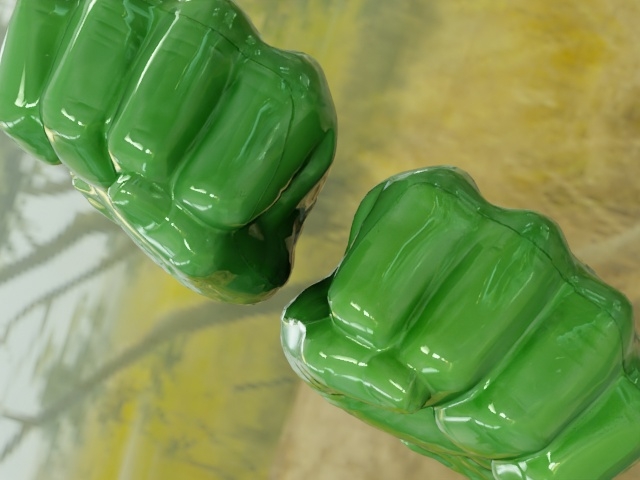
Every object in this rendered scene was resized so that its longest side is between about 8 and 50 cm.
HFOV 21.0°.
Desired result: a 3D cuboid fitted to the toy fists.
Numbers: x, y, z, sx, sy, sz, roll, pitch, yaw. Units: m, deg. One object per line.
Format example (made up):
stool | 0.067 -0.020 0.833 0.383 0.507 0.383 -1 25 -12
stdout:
toy fists | 0.000 0.000 0.629 0.096 0.279 0.142 -51 -9 -15
